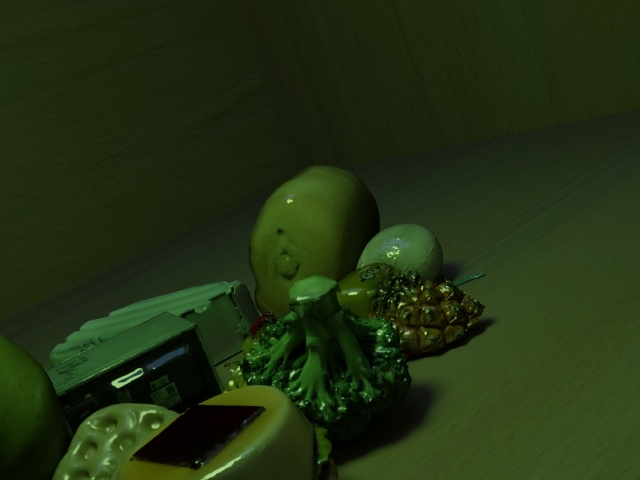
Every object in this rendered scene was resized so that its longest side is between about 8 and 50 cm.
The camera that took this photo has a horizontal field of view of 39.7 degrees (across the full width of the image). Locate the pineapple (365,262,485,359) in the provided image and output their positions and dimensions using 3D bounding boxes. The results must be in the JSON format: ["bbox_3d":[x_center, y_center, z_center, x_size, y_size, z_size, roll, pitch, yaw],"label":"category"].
[{"bbox_3d":[0.157,0.130,1.611,0.250,0.164,0.140,-12,22,25],"label":"pineapple"}]

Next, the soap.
[{"bbox_3d":[-0.372,0.228,2.068,0.446,0.156,0.261,-17,12,20],"label":"soap"}]

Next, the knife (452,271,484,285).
[{"bbox_3d":[0.306,0.086,1.905,0.096,0.010,0.027,-22,11,-7],"label":"knife"}]

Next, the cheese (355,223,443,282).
[{"bbox_3d":[0.180,0.044,1.970,0.189,0.154,0.198,-8,16,27],"label":"cheese"}]

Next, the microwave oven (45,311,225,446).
[{"bbox_3d":[-0.367,0.290,1.717,0.295,0.181,0.237,-26,14,-23],"label":"microwave oven"}]

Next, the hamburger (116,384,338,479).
[{"bbox_3d":[-0.123,0.324,1.174,0.302,0.170,0.302,-23,14,6],"label":"hamburger"}]

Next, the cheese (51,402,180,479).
[{"bbox_3d":[-0.296,0.348,1.354,0.235,0.117,0.218,-22,36,-3],"label":"cheese"}]

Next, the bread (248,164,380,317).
[{"bbox_3d":[0.000,0.000,2.106,0.253,0.347,0.376,7,16,12],"label":"bread"}]

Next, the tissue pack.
[{"bbox_3d":[0.099,0.122,1.816,0.127,0.123,0.178,-12,14,37],"label":"tissue pack"}]

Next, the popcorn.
[{"bbox_3d":[-0.094,0.243,1.579,0.168,0.173,0.195,-43,22,0],"label":"popcorn"}]

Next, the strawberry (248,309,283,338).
[{"bbox_3d":[-0.105,0.206,1.883,0.106,0.106,0.106,-20,12,4],"label":"strawberry"}]

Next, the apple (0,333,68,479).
[{"bbox_3d":[-0.547,0.342,1.411,0.312,0.320,0.360,-37,25,-8],"label":"apple"}]

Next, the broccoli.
[{"bbox_3d":[0.002,0.180,1.369,0.270,0.270,0.270,-8,32,5],"label":"broccoli"}]
